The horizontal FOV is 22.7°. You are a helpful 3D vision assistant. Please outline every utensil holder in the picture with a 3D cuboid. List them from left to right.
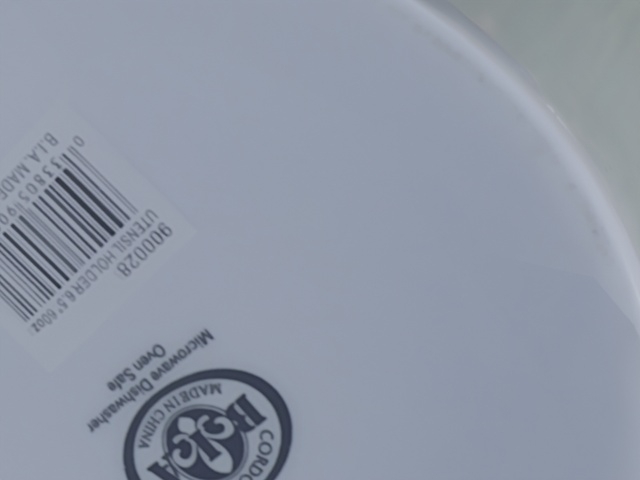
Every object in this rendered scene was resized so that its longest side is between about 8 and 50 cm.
[{"bbox_3d":[0.000,0.000,0.646,0.385,0.327,0.328,-53,158,-67],"label":"utensil holder"}]
